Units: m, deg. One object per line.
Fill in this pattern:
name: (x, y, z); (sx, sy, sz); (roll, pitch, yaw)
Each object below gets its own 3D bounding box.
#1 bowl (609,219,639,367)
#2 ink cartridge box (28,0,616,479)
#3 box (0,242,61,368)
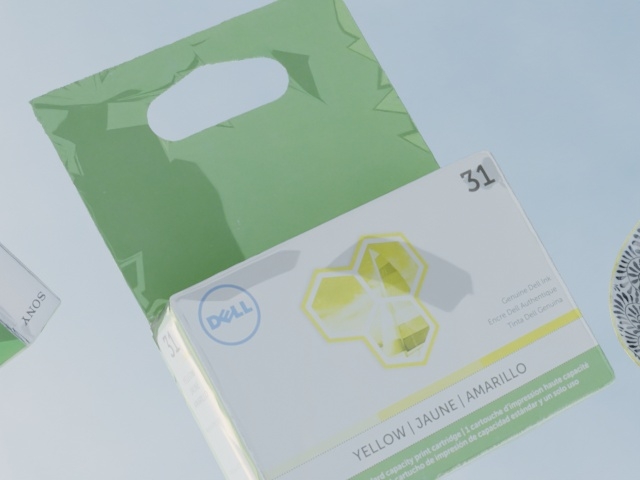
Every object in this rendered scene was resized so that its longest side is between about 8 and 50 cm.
bowl: (0.278, 0.042, 1.178); (0.170, 0.080, 0.170); (-16, -129, 21)
ink cartridge box: (0.000, 0.000, 0.812); (0.235, 0.171, 0.056); (62, -24, 7)
box: (-0.357, 0.046, 1.257); (0.232, 0.058, 0.322); (45, -49, -14)
